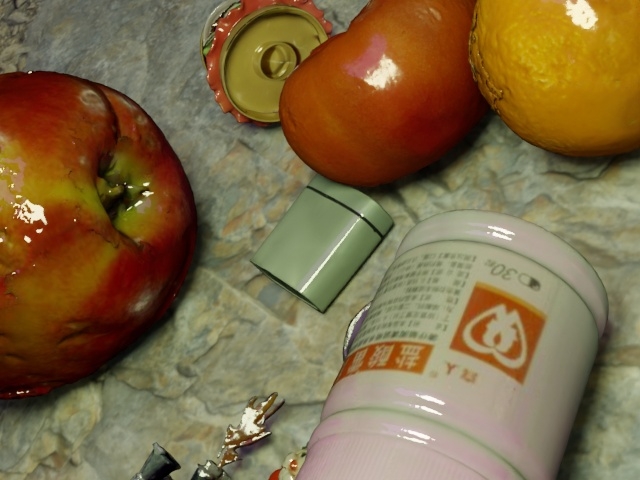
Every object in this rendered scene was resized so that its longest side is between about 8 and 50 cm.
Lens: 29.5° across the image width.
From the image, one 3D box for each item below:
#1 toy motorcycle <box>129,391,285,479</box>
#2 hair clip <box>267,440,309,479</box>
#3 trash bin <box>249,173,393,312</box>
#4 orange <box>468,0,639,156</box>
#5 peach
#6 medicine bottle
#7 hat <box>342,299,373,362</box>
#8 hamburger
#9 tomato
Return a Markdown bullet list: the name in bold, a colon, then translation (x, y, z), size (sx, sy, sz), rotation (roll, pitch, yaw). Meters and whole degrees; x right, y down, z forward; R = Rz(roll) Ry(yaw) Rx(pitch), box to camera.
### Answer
- **toy motorcycle**: translation (-0.167, 0.307, 1.175), size (0.207, 0.134, 0.401), rotation (30, 83, 37)
- **hair clip**: translation (0.006, 0.304, 1.087), size (0.138, 0.091, 0.321), rotation (-29, 44, 19)
- **trash bin**: translation (0.000, 0.000, 1.350), size (0.130, 0.059, 0.116), rotation (-52, 42, -7)
- **orange**: translation (0.267, -0.199, 1.177), size (0.246, 0.246, 0.246), rotation (-20, 48, 23)
- **peach**: translation (-0.364, 0.002, 1.415), size (0.416, 0.339, 0.353), rotation (-15, 49, 33)
- **medicine bottle**: translation (0.107, 0.150, 1.015), size (0.202, 0.202, 0.316), rotation (-2, 45, 35)
- **hat**: translation (0.078, 0.111, 1.212), size (0.121, 0.050, 0.121), rotation (-18, 54, 26)
- **hamburger**: translation (-0.074, -0.233, 1.518), size (0.175, 0.175, 0.137), rotation (-44, 30, 0)
- **tomato**: translation (0.079, -0.166, 1.314), size (0.260, 0.180, 0.260), rotation (-36, 6, 4)
